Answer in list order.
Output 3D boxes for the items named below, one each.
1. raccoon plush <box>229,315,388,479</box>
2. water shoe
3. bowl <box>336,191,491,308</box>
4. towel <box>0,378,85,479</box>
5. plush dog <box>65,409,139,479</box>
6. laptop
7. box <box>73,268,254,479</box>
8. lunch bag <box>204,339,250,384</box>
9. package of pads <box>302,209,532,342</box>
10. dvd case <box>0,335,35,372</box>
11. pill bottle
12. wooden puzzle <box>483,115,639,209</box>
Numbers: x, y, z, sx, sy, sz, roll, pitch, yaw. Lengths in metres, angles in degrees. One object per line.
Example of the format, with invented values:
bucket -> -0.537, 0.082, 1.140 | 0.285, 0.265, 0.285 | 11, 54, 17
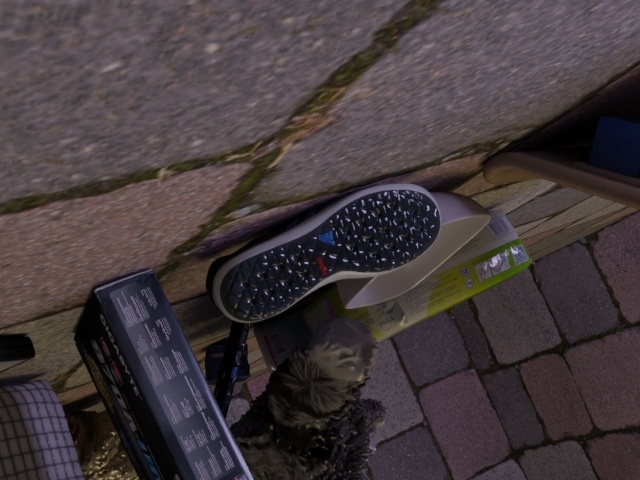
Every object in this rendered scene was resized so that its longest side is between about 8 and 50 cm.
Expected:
raccoon plush -> 0.038, 0.217, 1.118 | 0.446, 0.216, 0.299 | -51, 177, 39
water shoe -> 0.000, 0.000, 0.681 | 0.203, 0.073, 0.080 | -20, -163, -18
bowl -> 0.084, 0.002, 0.806 | 0.142, 0.053, 0.142 | -44, 159, 30
towel -> -0.321, 0.288, 0.804 | 0.121, 0.284, 0.235 | -24, 169, 10
plush dog -> -0.401, 0.350, 1.331 | 0.225, 0.211, 0.262 | 16, 147, -37
laptop -> -0.032, 0.111, 0.939 | 0.136, 0.264, 0.234 | 16, 163, -6
box -> -0.128, 0.150, 0.682 | 0.051, 0.220, 0.175 | -24, 172, -27
lunch bag -> -0.152, 0.196, 1.349 | 0.067, 0.065, 0.098 | -3, 165, -18
package of pads -> 0.119, 0.072, 1.172 | 0.229, 0.101, 0.296 | -22, 170, -27
dvd case -> -0.366, 0.130, 0.618 | 0.253, 0.022, 0.180 | -25, 170, 8
pill bottle -> -0.020, 0.150, 1.329 | 0.160, 0.087, 0.087 | -21, 170, -5
wooden puzzle -> 0.379, -0.065, 0.770 | 0.348, 0.080, 0.322 | 19, -160, 40
